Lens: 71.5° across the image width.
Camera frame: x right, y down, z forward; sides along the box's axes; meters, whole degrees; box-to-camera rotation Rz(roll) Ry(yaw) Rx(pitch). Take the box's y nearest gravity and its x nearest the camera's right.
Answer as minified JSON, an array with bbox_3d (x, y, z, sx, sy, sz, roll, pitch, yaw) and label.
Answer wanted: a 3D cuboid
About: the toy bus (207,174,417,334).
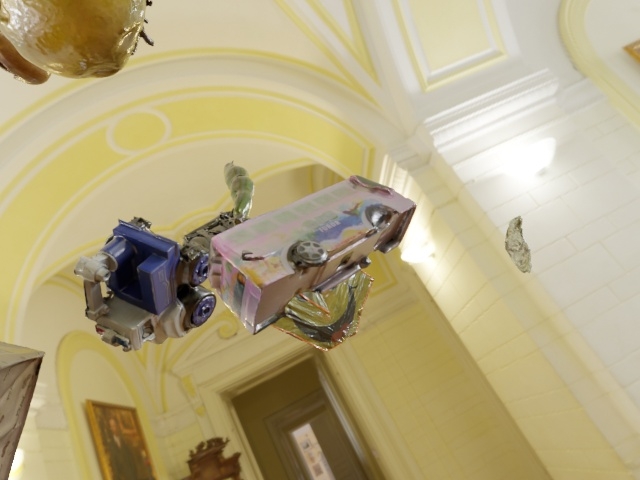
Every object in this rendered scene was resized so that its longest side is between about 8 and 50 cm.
[{"bbox_3d":[0.000,0.000,0.550,0.274,0.112,0.090,-27,-35,-39],"label":"toy bus"}]

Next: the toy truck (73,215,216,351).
[{"bbox_3d":[-0.276,0.079,0.701,0.177,0.161,0.213,-53,-22,-49],"label":"toy truck"}]

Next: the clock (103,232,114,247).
[{"bbox_3d":[-0.534,0.094,1.310,0.280,0.280,0.055,-48,-10,36],"label":"clock"}]

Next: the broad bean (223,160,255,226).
[{"bbox_3d":[-0.165,-0.109,0.913,0.060,0.297,0.043,-35,-58,4],"label":"broad bean"}]

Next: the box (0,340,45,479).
[{"bbox_3d":[-0.501,0.233,0.491,0.191,0.225,0.297,16,-3,-4],"label":"box"}]

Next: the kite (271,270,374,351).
[{"bbox_3d":[-0.001,0.143,1.267,0.378,0.327,0.013,-21,-6,-29],"label":"kite"}]

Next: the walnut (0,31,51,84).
[{"bbox_3d":[-0.763,-0.464,1.113,0.116,0.115,0.207,-30,-7,-1],"label":"walnut"}]

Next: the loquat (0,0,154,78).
[{"bbox_3d":[-0.340,-0.339,0.622,0.213,0.213,0.213,-25,-24,-12],"label":"loquat"}]

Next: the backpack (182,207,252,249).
[{"bbox_3d":[-0.237,0.010,1.116,0.206,0.258,0.133,-30,-61,-26],"label":"backpack"}]

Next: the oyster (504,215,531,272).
[{"bbox_3d":[0.366,0.012,0.824,0.037,0.100,0.098,-10,-12,11],"label":"oyster"}]
